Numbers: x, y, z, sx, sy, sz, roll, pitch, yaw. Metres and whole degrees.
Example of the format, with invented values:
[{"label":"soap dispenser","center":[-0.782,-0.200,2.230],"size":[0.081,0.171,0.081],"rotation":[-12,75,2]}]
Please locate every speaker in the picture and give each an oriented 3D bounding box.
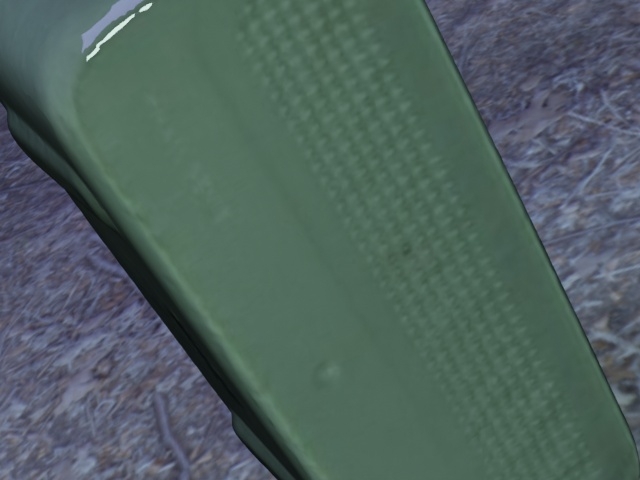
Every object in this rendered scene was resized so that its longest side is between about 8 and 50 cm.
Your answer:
[{"label":"speaker","center":[0.000,0.000,0.685],"size":[0.183,0.406,0.184],"rotation":[-36,33,-7]}]
